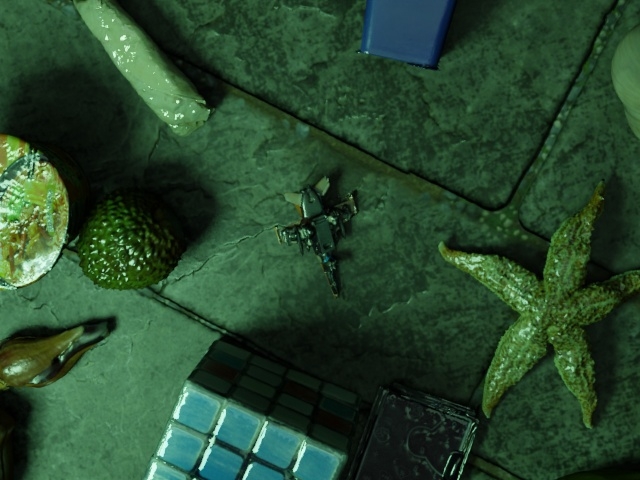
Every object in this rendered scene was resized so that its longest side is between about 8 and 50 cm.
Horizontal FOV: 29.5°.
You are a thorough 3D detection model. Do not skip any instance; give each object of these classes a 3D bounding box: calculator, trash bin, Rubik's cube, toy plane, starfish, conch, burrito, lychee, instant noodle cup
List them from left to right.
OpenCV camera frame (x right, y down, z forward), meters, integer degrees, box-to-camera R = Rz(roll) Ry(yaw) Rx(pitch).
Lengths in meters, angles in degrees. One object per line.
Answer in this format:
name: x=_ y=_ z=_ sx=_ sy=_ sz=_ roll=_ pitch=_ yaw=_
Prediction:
instant noodle cup: x=-0.451 y=-0.053 z=1.799 sx=0.230 sy=0.182 sz=0.230 roll=1 pitch=99 yaw=7
conch: x=-0.440 y=0.188 z=1.888 sx=0.232 sy=0.080 sz=0.086 roll=-6 pitch=117 yaw=10
lychee: x=-0.288 y=0.005 z=1.802 sx=0.171 sy=0.171 sz=0.171 roll=1 pitch=99 yaw=7
burrito: x=-0.267 y=-0.276 z=1.803 sx=0.082 sy=0.059 sz=0.275 roll=-37 pitch=93 yaw=26
Rubik's cube: x=-0.105 y=0.327 z=1.779 sx=0.259 sy=0.253 sz=0.256 roll=23 pitch=102 yaw=2
toy plane: x=0.004 y=0.002 z=1.810 sx=0.135 sy=0.062 sz=0.188 roll=-21 pitch=99 yaw=-16
calculator: x=0.129 y=0.361 z=1.867 sx=0.165 sy=0.028 sz=0.274 roll=19 pitch=101 yaw=4
trash bin: x=0.145 y=-0.364 z=1.690 sx=0.184 sy=0.162 sz=0.235 roll=13 pitch=106 yaw=5
starfish: x=0.359 y=0.111 z=1.779 sx=0.347 sy=0.078 sz=0.358 roll=-27 pitch=95 yaw=8

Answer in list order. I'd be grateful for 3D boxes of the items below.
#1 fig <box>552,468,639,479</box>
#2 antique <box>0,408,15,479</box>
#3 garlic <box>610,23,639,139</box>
fig: x=0.431 y=0.404 z=1.771 sx=0.275 sy=0.206 sz=0.206 roll=-35 pitch=93 yaw=-3
antique: x=-0.595 y=0.352 z=1.907 sx=0.223 sy=0.129 sz=0.278 roll=35 pitch=103 yaw=0
garlic: x=0.553 y=-0.213 z=1.616 sx=0.322 sy=0.241 sz=0.322 roll=26 pitch=133 yaw=31
